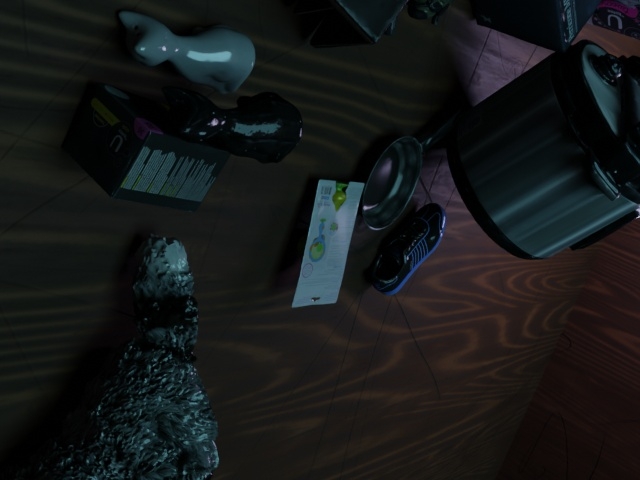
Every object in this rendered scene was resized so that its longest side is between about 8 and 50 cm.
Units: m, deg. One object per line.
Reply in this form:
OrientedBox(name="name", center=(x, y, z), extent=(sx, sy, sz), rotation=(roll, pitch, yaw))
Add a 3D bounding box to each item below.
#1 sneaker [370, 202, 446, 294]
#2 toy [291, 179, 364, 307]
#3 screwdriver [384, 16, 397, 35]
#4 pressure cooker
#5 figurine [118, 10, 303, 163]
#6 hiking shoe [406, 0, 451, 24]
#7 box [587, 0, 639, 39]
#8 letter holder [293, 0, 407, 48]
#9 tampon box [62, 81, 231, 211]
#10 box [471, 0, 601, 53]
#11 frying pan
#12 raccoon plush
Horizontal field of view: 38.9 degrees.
OrientedBox(name="sneaker", center=(0.188, 0.011, 1.934), extent=(0.232, 0.081, 0.090), rotation=(-57, 156, -5))
OrientedBox(name="toy", center=(0.000, 0.000, 1.672), extent=(0.137, 0.056, 0.237), rotation=(0, 110, -52))
OrientedBox(name="screwdriver", center=(0.123, -0.434, 1.544), extent=(0.025, 0.024, 0.170), rotation=(-9, 120, -19))
OrientedBox(name="pressure cooker", center=(0.515, -0.193, 1.836), extent=(0.420, 0.370, 0.375), rotation=(-34, 154, 34))
OrientedBox(name="figurine", center=(-0.150, -0.203, 1.166), extent=(0.092, 0.215, 0.209), rotation=(-43, 157, 27))
OrientedBox(name="hiking shoe", center=(0.183, -0.435, 1.541), extent=(0.227, 0.086, 0.114), rotation=(4, 103, -62))
OrientedBox(name="box", center=(0.639, -0.563, 1.974), extent=(0.163, 0.247, 0.142), rotation=(-52, 147, -15))
OrientedBox(name="letter holder", center=(0.066, -0.449, 1.343), extent=(0.152, 0.214, 0.302), rotation=(41, 79, -26))
OrientedBox(name="tampon box", center=(-0.222, -0.117, 1.170), extent=(0.101, 0.120, 0.161), rotation=(-57, 151, 14))
OrientedBox(name="box", center=(0.456, -0.614, 1.699), extent=(0.395, 0.212, 0.293), rotation=(-54, 149, -11))
OrientedBox(name="frying pan", center=(0.165, -0.171, 1.783), extent=(0.326, 0.053, 0.197), rotation=(-61, 150, -5))
OrientedBox(name="raccoon plush", center=(-0.338, 0.229, 1.314), extent=(0.299, 0.216, 0.447), rotation=(-11, 95, -36))
